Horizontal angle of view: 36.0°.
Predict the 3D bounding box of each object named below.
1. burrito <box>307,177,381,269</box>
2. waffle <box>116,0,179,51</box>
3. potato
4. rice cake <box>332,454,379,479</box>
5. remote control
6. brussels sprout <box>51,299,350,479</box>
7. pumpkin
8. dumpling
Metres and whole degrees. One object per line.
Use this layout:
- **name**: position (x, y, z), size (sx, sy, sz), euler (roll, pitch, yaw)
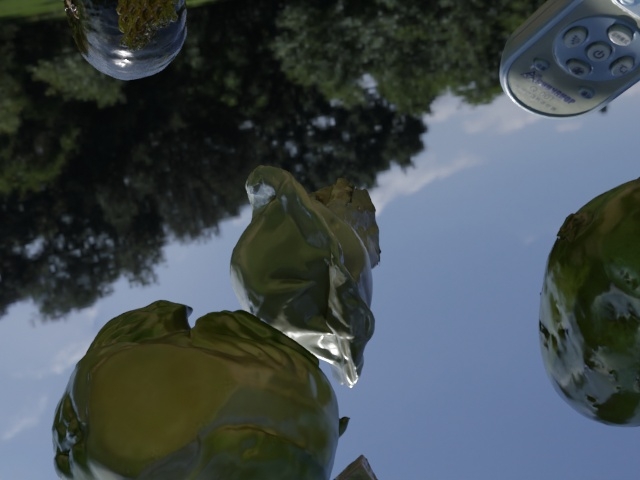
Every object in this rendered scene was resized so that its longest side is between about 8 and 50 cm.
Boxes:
- **burrito**: position (-0.002, -0.003, 1.801), size (0.135, 0.190, 0.332), euler (-3, -171, 21)
- **waffle**: position (-0.138, -0.195, 0.792), size (0.085, 0.078, 0.016), euler (-6, 176, 45)
- **potato**: position (0.277, 0.055, 0.858), size (0.149, 0.186, 0.253), euler (-13, 148, -15)
- **rice cake**: position (-0.024, 0.427, 1.334), size (0.298, 0.106, 0.050), euler (-40, 178, 1)
- **remote control**: position (0.211, -0.159, 0.647), size (0.244, 0.087, 0.047), euler (-40, -154, 51)
- **brussels sprout**: position (-0.112, 0.174, 0.905), size (0.260, 0.227, 0.294), euler (9, 161, 10)
- **pumpkin**: position (-0.242, -0.310, 1.230), size (0.157, 0.223, 0.224), euler (-16, -167, -15)
- **dumpling**: position (-0.010, 0.040, 1.028), size (0.147, 0.258, 0.193), euler (-24, -171, -17)
